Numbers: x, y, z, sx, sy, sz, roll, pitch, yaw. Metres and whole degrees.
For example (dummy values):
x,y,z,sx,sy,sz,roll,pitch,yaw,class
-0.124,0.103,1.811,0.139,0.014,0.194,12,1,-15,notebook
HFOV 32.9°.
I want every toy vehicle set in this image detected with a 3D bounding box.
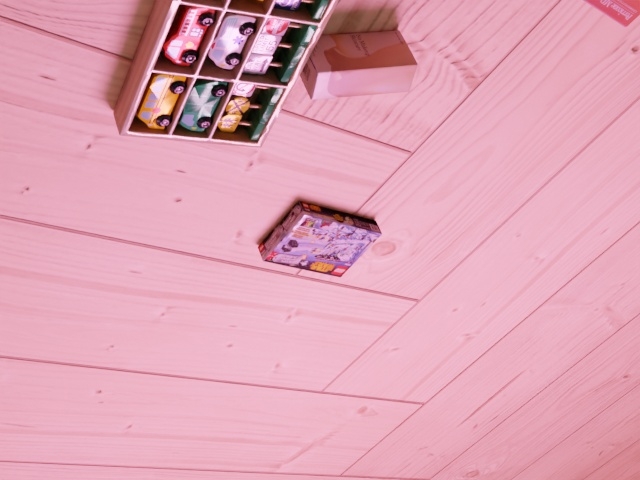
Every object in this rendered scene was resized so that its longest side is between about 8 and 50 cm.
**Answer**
x,y,z,sx,sy,sz,roll,pitch,yaw,class
-0.087,-0.202,1.070,0.166,0.035,0.267,1,139,-31,toy vehicle set

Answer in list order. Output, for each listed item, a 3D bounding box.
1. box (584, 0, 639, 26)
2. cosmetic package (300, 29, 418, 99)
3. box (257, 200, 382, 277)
x,y,z,sx,sy,sz,roll,pitch,yaw,class
0.317,-0.321,1.087,0.130,0.091,0.170,15,130,-42,box
0.037,-0.186,1.142,0.115,0.060,0.041,-9,143,-21,cosmetic package
0.000,0.000,1.401,0.137,0.027,0.094,14,130,-41,box
